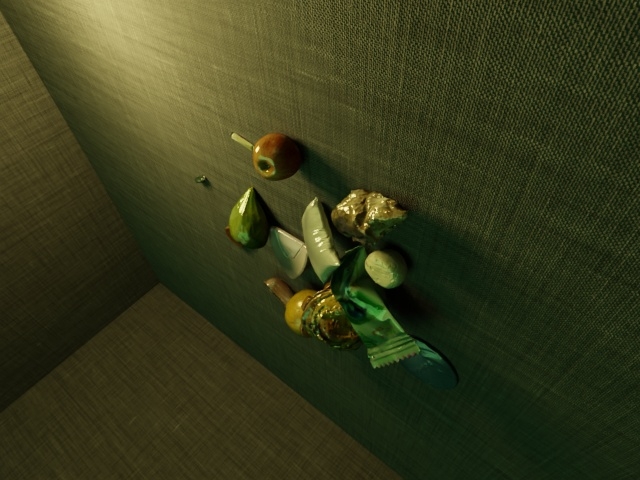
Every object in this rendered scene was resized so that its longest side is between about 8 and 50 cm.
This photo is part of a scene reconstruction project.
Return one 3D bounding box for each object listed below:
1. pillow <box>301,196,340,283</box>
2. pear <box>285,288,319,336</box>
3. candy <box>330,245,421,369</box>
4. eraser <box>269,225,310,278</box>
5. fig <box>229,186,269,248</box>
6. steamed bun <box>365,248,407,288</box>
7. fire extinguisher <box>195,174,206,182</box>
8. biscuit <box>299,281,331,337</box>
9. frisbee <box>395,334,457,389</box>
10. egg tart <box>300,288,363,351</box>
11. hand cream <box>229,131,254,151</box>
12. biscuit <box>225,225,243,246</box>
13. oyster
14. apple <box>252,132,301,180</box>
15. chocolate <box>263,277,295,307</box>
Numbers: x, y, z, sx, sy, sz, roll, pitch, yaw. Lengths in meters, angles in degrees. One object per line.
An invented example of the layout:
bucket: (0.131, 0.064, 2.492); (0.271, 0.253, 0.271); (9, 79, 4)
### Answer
pillow: (0.001, 0.000, 1.415); (0.144, 0.078, 0.253); (-44, 57, 54)
pear: (-0.055, 0.313, 1.853); (0.209, 0.209, 0.208); (33, 149, 23)
candy: (0.157, 0.227, 1.439); (0.397, 0.172, 0.263); (65, 154, 17)
eraser: (-0.113, 0.064, 1.754); (0.204, 0.059, 0.243); (30, 145, 25)
fig: (-0.290, -0.075, 1.699); (0.167, 0.167, 0.233); (11, 134, 46)
steamed bun: (0.207, 0.077, 1.316); (0.130, 0.091, 0.112); (41, 143, 9)
fire extinguisher: (-0.523, -0.270, 1.897); (0.083, 0.025, 0.037); (8, 111, 48)
biscuit: (0.061, 0.312, 1.723); (0.302, 0.278, 0.043); (32, -164, -13)
frisbee: (0.381, 0.475, 1.648); (0.290, 0.049, 0.289); (32, 149, 22)
egg tart: (0.076, 0.313, 1.630); (0.297, 0.297, 0.132); (59, -172, -24)
hand cream: (-0.266, -0.338, 1.477); (0.102, 0.022, 0.035); (34, 150, 9)
biscuit: (-0.389, -0.020, 2.043); (0.175, 0.026, 0.124); (3, 132, 52)
oyster: (0.119, -0.056, 1.237); (0.341, 0.110, 0.166); (22, 140, 59)
apple: (-0.133, -0.249, 1.300); (0.147, 0.131, 0.146); (27, 142, 24)
chocolate: (-0.161, 0.269, 2.062); (0.261, 0.083, 0.161); (50, 168, -7)
